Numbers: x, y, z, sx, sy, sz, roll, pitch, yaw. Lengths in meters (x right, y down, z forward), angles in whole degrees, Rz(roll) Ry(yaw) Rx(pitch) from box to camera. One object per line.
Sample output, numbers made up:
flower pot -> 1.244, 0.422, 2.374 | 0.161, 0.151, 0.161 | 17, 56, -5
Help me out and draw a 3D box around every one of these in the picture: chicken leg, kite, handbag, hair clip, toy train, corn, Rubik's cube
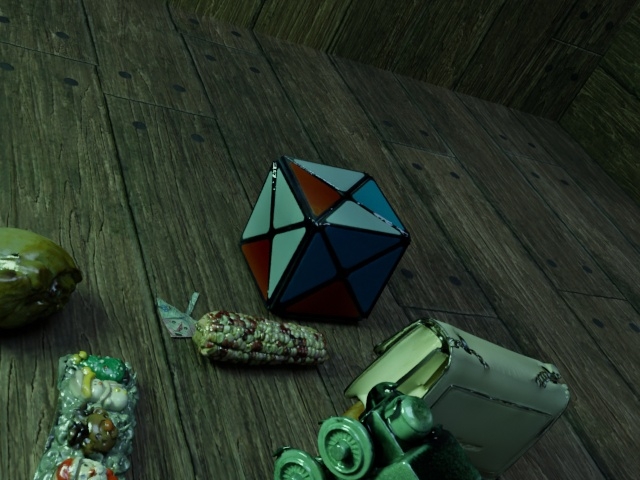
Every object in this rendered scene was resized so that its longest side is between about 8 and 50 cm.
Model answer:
chicken leg -> -0.590, 0.050, 1.254 | 0.430, 0.152, 0.201 | 5, 25, -23
kite -> -0.247, 0.142, 1.512 | 0.137, 0.005, 0.152 | 32, 30, 0
handbag -> 0.249, 0.277, 1.427 | 0.359, 0.236, 0.160 | 23, 30, -39
hair clip -> -0.328, 0.268, 1.172 | 0.138, 0.091, 0.321 | 20, 33, -21
toy train -> 0.074, 0.359, 1.185 | 0.167, 0.299, 0.238 | -17, 67, -49
corn -> -0.103, 0.184, 1.486 | 0.281, 0.092, 0.092 | 11, 35, -31
Rubik's cube -> 0.000, 0.000, 1.695 | 0.247, 0.248, 0.250 | 9, 34, -31

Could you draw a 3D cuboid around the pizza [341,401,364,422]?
pizza -> 0.097, 0.361, 1.427 | 0.161, 0.062, 0.182 | 16, 27, -9
